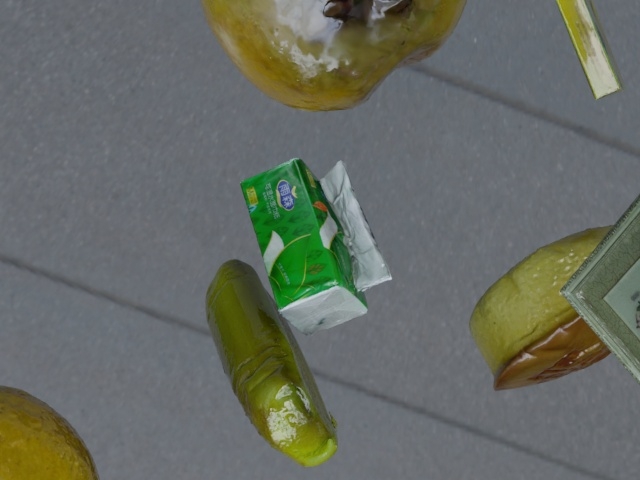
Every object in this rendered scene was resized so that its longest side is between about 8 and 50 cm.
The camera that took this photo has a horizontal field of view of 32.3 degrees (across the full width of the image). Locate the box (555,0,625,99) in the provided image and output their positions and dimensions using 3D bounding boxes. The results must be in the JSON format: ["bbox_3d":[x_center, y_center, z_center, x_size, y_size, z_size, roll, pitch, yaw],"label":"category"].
[{"bbox_3d":[0.390,-0.279,1.578,0.041,0.279,0.153,-21,91,19],"label":"box"}]

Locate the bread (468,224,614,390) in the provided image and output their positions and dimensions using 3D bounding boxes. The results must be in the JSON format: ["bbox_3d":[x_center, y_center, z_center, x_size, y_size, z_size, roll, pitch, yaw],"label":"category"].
[{"bbox_3d":[0.328,0.098,1.472,0.270,0.270,0.148,-42,65,28],"label":"bread"}]

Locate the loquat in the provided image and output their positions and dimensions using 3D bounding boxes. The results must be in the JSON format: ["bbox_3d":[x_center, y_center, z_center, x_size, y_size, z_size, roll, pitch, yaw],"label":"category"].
[{"bbox_3d":[0.013,-0.198,0.841,0.213,0.213,0.213,4,122,7],"label":"loquat"}]

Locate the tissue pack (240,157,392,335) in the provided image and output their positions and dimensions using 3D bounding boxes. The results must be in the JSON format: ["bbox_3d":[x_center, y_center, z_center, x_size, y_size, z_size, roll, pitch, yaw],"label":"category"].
[{"bbox_3d":[0.001,0.001,1.567,0.156,0.209,0.148,-22,155,8],"label":"tissue pack"}]

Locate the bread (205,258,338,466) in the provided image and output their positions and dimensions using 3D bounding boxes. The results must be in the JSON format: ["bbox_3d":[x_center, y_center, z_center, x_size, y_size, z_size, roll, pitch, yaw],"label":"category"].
[{"bbox_3d":[-0.085,0.179,1.620,0.112,0.383,0.166,-31,126,0],"label":"bread"}]

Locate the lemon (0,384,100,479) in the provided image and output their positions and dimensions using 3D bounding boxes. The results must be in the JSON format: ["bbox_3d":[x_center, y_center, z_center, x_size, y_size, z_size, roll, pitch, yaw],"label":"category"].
[{"bbox_3d":[-0.306,0.240,1.044,0.188,0.188,0.256,-21,114,20],"label":"lemon"}]

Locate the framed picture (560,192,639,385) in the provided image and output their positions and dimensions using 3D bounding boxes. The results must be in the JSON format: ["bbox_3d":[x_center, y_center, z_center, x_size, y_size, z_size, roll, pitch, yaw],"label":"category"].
[{"bbox_3d":[0.223,0.035,0.561,0.173,0.010,0.231,52,151,19],"label":"framed picture"}]
